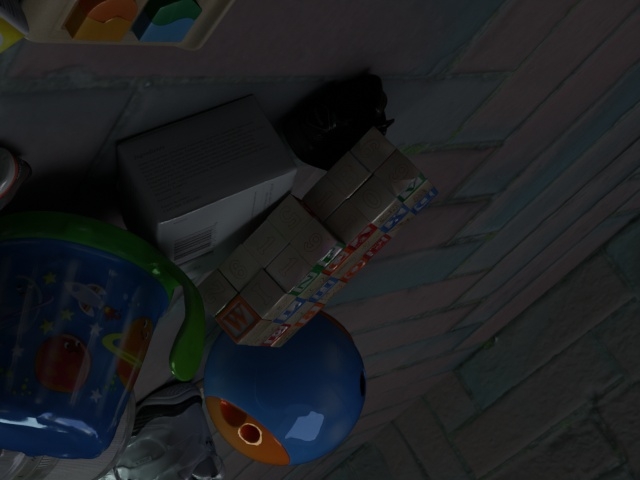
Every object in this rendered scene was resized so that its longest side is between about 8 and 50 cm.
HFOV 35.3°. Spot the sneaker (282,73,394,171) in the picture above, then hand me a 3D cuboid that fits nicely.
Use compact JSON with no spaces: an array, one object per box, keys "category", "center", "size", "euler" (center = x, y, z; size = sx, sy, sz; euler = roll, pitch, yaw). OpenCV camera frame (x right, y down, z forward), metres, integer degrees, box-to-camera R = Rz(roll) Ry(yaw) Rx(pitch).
[{"category":"sneaker","center":[0.062,-0.143,1.328],"size":[0.130,0.087,0.227],"euler":[-33,155,24]}]

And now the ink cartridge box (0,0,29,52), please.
[{"category":"ink cartridge box","center":[-0.420,-0.147,0.712],"size":[0.307,0.072,0.303],"euler":[-35,159,7]}]

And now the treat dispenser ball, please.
[{"category":"treat dispenser ball","center":[-0.063,0.252,1.774],"size":[0.288,0.288,0.288],"euler":[-26,159,-11]}]

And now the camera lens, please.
[{"category":"camera lens","center":[-0.405,0.233,1.375],"size":[0.219,0.219,0.274],"euler":[-36,158,15]}]

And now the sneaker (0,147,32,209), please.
[{"category":"sneaker","center":[-0.363,-0.033,1.057],"size":[0.158,0.061,0.065],"euler":[-35,165,14]}]

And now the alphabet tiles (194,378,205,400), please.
[{"category":"alphabet tiles","center":[-0.125,0.250,2.065],"size":[0.284,0.021,0.278],"euler":[-31,159,-1]}]

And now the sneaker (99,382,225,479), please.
[{"category":"sneaker","center":[-0.351,0.451,1.953],"size":[0.365,0.210,0.137],"euler":[-35,158,13]}]

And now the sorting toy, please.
[{"category":"sorting toy","center":[-0.145,-0.239,0.902],"size":[0.208,0.038,0.193],"euler":[-6,148,-47]}]

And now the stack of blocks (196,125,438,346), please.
[{"category":"stack of blocks","center":[0.000,0.000,1.252],"size":[0.297,0.087,0.171],"euler":[-45,163,6]}]

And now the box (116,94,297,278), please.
[{"category":"box","center":[-0.140,-0.055,1.214],"size":[0.181,0.119,0.181],"euler":[-24,158,-20]}]

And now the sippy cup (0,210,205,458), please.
[{"category":"sippy cup","center":[-0.297,0.119,1.133],"size":[0.240,0.224,0.305],"euler":[26,146,-29]}]
